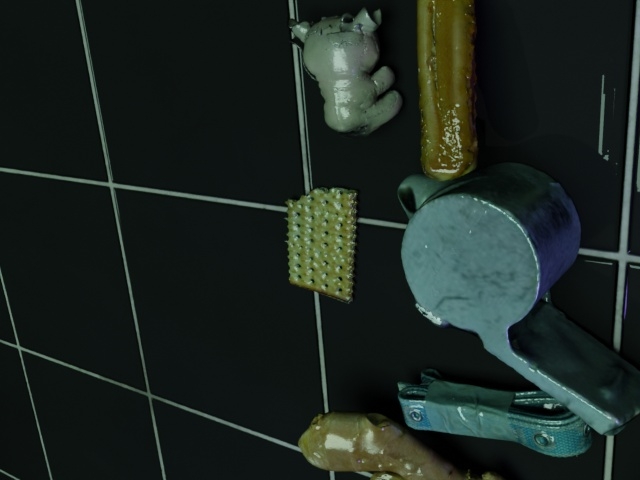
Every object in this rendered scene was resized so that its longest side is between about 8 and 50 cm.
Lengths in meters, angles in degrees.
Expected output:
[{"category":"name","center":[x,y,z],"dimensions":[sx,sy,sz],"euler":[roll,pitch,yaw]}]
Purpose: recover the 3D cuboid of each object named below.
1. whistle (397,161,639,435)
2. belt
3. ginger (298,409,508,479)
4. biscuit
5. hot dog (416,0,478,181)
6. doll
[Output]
[{"category":"whistle","center":[0.255,0.072,0.968],"dimensions":[0.188,0.168,0.404],"euler":[-25,93,40]},{"category":"belt","center":[0.253,0.256,1.108],"dimensions":[0.303,0.087,0.072],"euler":[2,123,37]},{"category":"ginger","center":[0.179,0.398,1.190],"dimensions":[0.348,0.122,0.363],"euler":[-18,107,32]},{"category":"biscuit","center":[-0.001,0.000,1.228],"dimensions":[0.144,0.016,0.203],"euler":[15,118,31]},{"category":"hot dog","center":[0.164,-0.218,0.934],"dimensions":[0.083,0.068,0.288],"euler":[-1,89,33]},{"category":"doll","center":[0.033,-0.239,1.051],"dimensions":[0.149,0.095,0.192],"euler":[-3,110,40]}]
